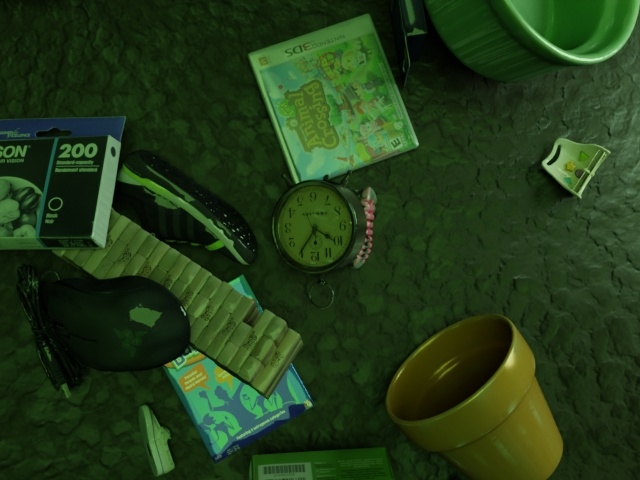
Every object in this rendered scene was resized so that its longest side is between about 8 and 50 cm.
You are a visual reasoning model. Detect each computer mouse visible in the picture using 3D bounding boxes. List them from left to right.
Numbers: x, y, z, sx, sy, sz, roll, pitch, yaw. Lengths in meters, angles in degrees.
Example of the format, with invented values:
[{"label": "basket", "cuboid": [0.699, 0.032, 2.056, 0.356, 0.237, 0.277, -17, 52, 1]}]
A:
[{"label": "computer mouse", "cuboid": [-0.285, 0.117, 1.015, 0.272, 0.072, 0.189, -6, 108, 31]}]

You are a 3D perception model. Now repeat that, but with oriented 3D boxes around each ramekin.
[{"label": "ramekin", "cuboid": [0.280, -0.366, 1.101, 0.303, 0.148, 0.304, 6, 78, -31]}]

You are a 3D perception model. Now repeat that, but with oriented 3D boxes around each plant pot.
[{"label": "plant pot", "cuboid": [0.223, 0.236, 1.085, 0.205, 0.205, 0.188, -40, 105, -6]}]

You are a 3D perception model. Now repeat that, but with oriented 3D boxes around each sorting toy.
[{"label": "sorting toy", "cuboid": [0.371, -0.113, 1.193, 0.075, 0.045, 0.083, 34, 84, 6]}]

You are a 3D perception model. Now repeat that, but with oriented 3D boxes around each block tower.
[{"label": "block tower", "cuboid": [-0.186, 0.074, 1.062, 0.335, 0.091, 0.097, 30, 75, 13]}]

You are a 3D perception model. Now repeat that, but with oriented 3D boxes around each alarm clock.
[{"label": "alarm clock", "cuboid": [0.000, 0.000, 1.124, 0.129, 0.064, 0.192, 0, 89, 23]}]

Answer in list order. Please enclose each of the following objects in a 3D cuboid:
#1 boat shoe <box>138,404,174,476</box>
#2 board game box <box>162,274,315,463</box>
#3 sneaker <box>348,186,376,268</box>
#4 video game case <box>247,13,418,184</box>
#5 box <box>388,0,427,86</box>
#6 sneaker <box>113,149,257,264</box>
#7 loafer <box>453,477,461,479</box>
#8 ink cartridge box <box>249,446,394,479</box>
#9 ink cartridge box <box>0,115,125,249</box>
[{"label": "boat shoe", "cuboid": [-0.226, 0.275, 1.118, 0.035, 0.035, 0.100, -13, 82, -33]}, {"label": "board game box", "cuboid": [-0.127, 0.177, 1.123, 0.160, 0.047, 0.210, -30, 87, -6]}, {"label": "sneaker", "cuboid": [0.046, -0.019, 1.161, 0.057, 0.047, 0.120, 6, 84, 18]}, {"label": "video game case", "cuboid": [0.018, -0.204, 1.177, 0.193, 0.023, 0.213, -20, 88, -6]}, {"label": "box", "cuboid": [0.117, -0.342, 1.138, 0.036, 0.136, 0.226, -9, 87, 2]}, {"label": "sneaker", "cuboid": [-0.196, -0.030, 1.132, 0.234, 0.084, 0.097, 38, 108, 0]}, {"label": "loafer", "cuboid": [0.211, 0.411, 1.133, 0.050, 0.056, 0.148, -26, 78, -5]}, {"label": "ink cartridge box", "cuboid": [-0.001, 0.416, 1.101, 0.188, 0.097, 0.255, -2, 120, -5]}, {"label": "ink cartridge box", "cuboid": [-0.377, -0.087, 1.072, 0.206, 0.045, 0.208, -1, 64, 7]}]
